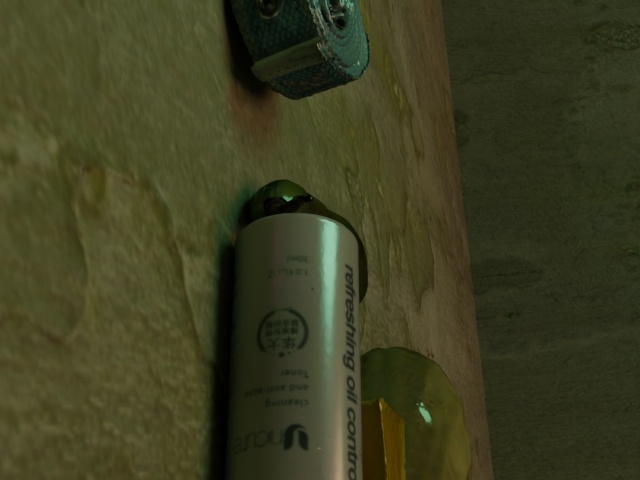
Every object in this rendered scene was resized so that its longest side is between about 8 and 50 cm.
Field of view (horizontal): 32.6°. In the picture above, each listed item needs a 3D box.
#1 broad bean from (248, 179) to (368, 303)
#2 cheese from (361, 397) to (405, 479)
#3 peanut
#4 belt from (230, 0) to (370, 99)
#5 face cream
[{"bbox_3d":[-0.008,0.001,0.913,0.075,0.067,0.325,55,5,21],"label":"broad bean"},{"bbox_3d":[0.014,0.210,0.802,0.126,0.093,0.171,59,27,-68],"label":"cheese"},{"bbox_3d":[0.068,0.218,0.944,0.319,0.147,0.148,-83,162,-57],"label":"peanut"},{"bbox_3d":[-0.019,-0.188,0.907,0.163,0.082,0.148,18,54,-69],"label":"belt"},{"bbox_3d":[-0.018,0.134,0.709,0.092,0.092,0.311,64,24,-57],"label":"face cream"}]
